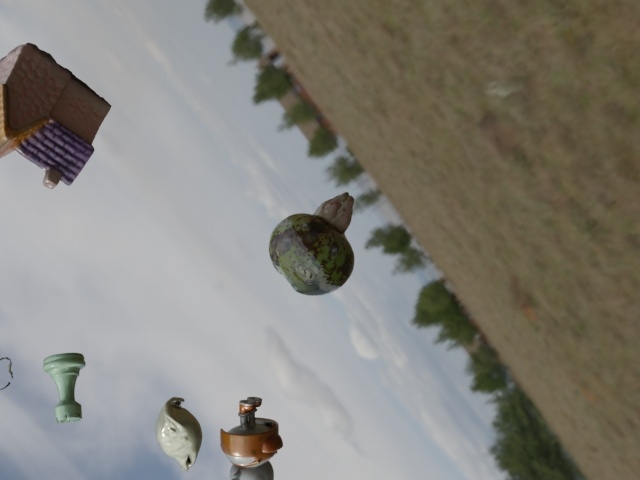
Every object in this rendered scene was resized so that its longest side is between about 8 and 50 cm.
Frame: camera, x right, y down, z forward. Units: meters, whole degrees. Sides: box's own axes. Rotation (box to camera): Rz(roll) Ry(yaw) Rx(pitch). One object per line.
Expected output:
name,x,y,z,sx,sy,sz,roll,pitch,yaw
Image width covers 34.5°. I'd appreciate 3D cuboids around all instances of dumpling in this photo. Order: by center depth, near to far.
dumpling,-0.306,0.403,2.250,0.169,0.099,0.134,54,-161,-25

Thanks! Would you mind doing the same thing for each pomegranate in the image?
pomegranate,-0.009,0.004,1.573,0.138,0.125,0.163,40,-130,-35

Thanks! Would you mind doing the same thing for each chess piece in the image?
chess piece,-0.399,0.233,1.620,0.067,0.067,0.103,44,-145,-70

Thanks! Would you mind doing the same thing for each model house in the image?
model house,-0.598,-0.226,2.117,0.237,0.202,0.238,39,-132,-29

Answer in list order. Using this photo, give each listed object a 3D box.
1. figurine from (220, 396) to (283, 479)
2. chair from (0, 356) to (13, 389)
figurine,-0.161,0.483,2.290,0.143,0.271,0.143,13,-165,-3
chair,-0.665,0.308,1.858,0.159,0.326,0.170,-3,-146,-33
